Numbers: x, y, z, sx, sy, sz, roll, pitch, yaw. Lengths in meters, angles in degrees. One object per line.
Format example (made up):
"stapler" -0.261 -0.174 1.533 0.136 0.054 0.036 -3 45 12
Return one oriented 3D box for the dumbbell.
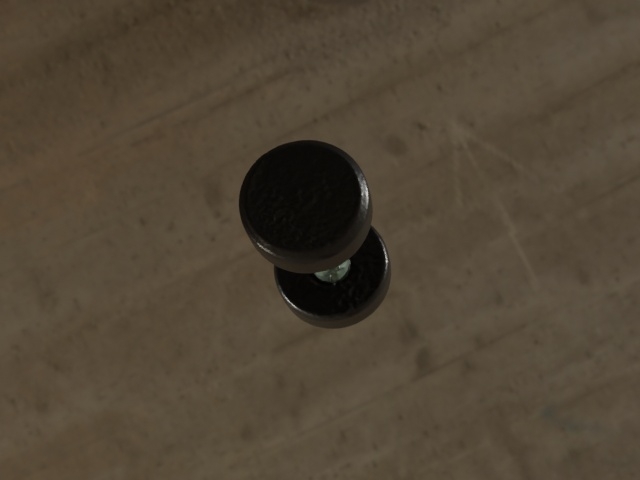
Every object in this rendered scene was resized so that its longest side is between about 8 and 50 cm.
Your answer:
"dumbbell" 0.000 0.000 1.020 0.100 0.100 0.191 -26 160 -1
